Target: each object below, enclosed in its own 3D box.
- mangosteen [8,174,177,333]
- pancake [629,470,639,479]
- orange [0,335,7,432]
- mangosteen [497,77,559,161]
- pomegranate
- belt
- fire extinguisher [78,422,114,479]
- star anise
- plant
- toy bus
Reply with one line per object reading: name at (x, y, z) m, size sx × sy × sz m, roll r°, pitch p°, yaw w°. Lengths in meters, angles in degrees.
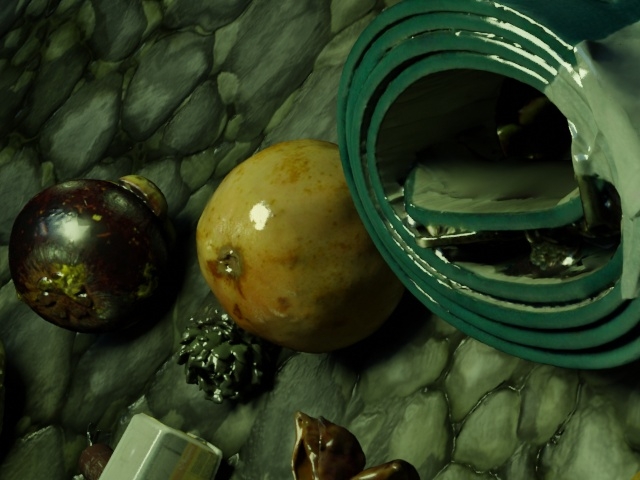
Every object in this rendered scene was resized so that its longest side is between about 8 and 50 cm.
mangosteen at (-0.253, 0.003, 2.052) m, size 0.192 × 0.192 × 0.217 m, roll -28°, pitch 18°, yaw 38°
pancake at (0.292, 0.278, 1.155) m, size 0.387 × 0.082 × 0.387 m, roll -29°, pitch 44°, yaw 33°
orange at (-0.509, 0.222, 2.149) m, size 0.369 × 0.210 × 0.271 m, roll -36°, pitch 14°, yaw 28°
mangosteen at (0.164, -0.128, 1.658) m, size 0.137 × 0.137 × 0.151 m, roll -45°, pitch 69°, yaw 19°
pomegranate at (-0.014, 0.005, 1.693) m, size 0.207 × 0.207 × 0.207 m, roll -34°, pitch 39°, yaw 32°
belt at (0.181, -0.066, 1.385) m, size 0.173 × 0.300 × 0.436 m, roll -25°, pitch 17°, yaw -30°
fire extinguisher at (-0.228, 0.261, 1.906) m, size 0.157 × 0.045 × 0.078 m, roll 33°, pitch 112°, yaw 57°
star anise at (0.026, 0.248, 1.515) m, size 0.196 × 0.111 × 0.212 m, roll -20°, pitch 55°, yaw 51°
plant at (-0.089, 0.097, 1.824) m, size 0.094 × 0.092 × 0.143 m, roll -5°, pitch 52°, yaw 42°
toy bus at (-0.198, 0.307, 1.764) m, size 0.092 × 0.106 × 0.268 m, roll 17°, pitch 76°, yaw 59°
